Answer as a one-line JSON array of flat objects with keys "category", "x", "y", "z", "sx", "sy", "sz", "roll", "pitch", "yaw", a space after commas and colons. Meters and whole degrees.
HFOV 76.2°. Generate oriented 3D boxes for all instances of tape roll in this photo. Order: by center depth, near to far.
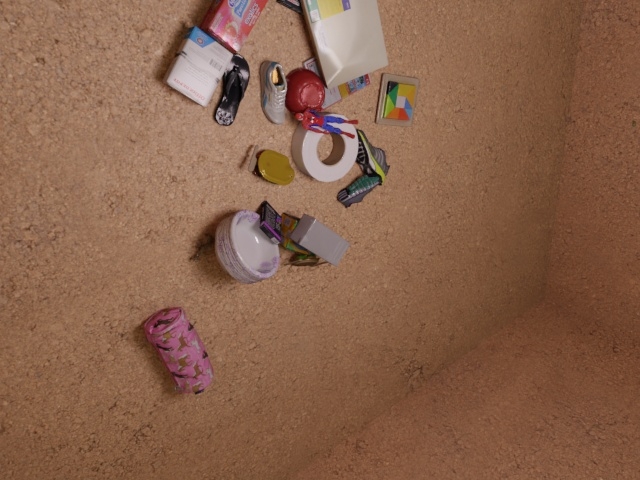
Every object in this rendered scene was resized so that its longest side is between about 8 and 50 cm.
[{"category": "tape roll", "x": 0.022, "y": -0.397, "z": 1.732, "sx": 0.286, "sy": 0.100, "sz": 0.286, "roll": -13, "pitch": 116, "yaw": -29}]

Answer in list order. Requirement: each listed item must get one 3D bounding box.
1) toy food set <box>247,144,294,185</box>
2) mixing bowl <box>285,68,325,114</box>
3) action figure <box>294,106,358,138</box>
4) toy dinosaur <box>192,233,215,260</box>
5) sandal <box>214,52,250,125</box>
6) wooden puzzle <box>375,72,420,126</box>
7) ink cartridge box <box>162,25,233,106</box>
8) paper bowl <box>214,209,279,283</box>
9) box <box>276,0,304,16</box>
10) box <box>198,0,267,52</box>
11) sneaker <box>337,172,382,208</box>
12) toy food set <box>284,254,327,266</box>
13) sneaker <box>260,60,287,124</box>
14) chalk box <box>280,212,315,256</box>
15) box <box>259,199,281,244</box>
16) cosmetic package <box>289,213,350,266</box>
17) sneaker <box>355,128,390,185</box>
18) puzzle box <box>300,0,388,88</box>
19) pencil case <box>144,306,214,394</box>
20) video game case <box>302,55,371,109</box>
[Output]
[{"category": "toy food set", "x": -0.208, "y": -0.294, "z": 1.647, "sx": 0.218, "sy": 0.071, "sz": 0.128, "roll": 18, "pitch": 75, "yaw": -40}, {"category": "mixing bowl", "x": -0.052, "y": -0.567, "z": 1.590, "sx": 0.181, "sy": 0.098, "sz": 0.181, "roll": -11, "pitch": 120, "yaw": -19}, {"category": "action figure", "x": 0.040, "y": -0.452, "z": 1.575, "sx": 0.280, "sy": 0.139, "sz": 0.091, "roll": 2, "pitch": 107, "yaw": -31}, {"category": "toy dinosaur", "x": -0.437, "y": 0.019, "z": 1.639, "sx": 0.183, "sy": 0.053, "sz": 0.093, "roll": -23, "pitch": 138, "yaw": -28}, {"category": "sandal", "x": -0.310, "y": -0.538, "z": 1.472, "sx": 0.097, "sy": 0.054, "sz": 0.254, "roll": 6, "pitch": 106, "yaw": -36}, {"category": "wooden puzzle", "x": 0.365, "y": -0.646, "z": 1.895, "sx": 0.238, "sy": 0.044, "sz": 0.221, "roll": -6, "pitch": 113, "yaw": -33}, {"category": "ink cartridge box", "x": -0.412, "y": -0.577, "z": 1.366, "sx": 0.148, "sy": 0.086, "sz": 0.203, "roll": 27, "pitch": 94, "yaw": -38}, {"category": "paper bowl", "x": -0.302, "y": 0.033, "z": 1.611, "sx": 0.148, "sy": 0.284, "sz": 0.284, "roll": -20, "pitch": 133, "yaw": 26}, {"category": "box", "x": -0.038, "y": -0.920, "z": 1.497, "sx": 0.220, "sy": 0.051, "sz": 0.175, "roll": 8, "pitch": 105, "yaw": -36}, {"category": "box", "x": -0.278, "y": -0.767, "z": 1.350, "sx": 0.122, "sy": 0.128, "sz": 0.257, "roll": 29, "pitch": 92, "yaw": -39}, {"category": "sneaker", "x": 0.193, "y": -0.232, "z": 1.905, "sx": 0.223, "sy": 0.083, "sz": 0.098, "roll": -26, "pitch": 142, "yaw": 16}, {"category": "toy food set", "x": -0.066, "y": 0.090, "z": 1.877, "sx": 0.192, "sy": 0.132, "sz": 0.039, "roll": 7, "pitch": 71, "yaw": -46}, {"category": "sneaker", "x": -0.171, "y": -0.550, "z": 1.539, "sx": 0.087, "sy": 0.092, "sz": 0.229, "roll": -23, "pitch": 122, "yaw": -26}, {"category": "chalk box", "x": -0.077, "y": -0.020, "z": 1.804, "sx": 0.213, "sy": 0.132, "sz": 0.132, "roll": 18, "pitch": 98, "yaw": -37}, {"category": "box", "x": -0.204, "y": -0.075, "z": 1.687, "sx": 0.029, "sy": 0.162, "sz": 0.116, "roll": -24, "pitch": 130, "yaw": 21}, {"category": "cosmetic package", "x": 0.000, "y": 0.000, "z": 1.719, "sx": 0.238, "sy": 0.107, "sz": 0.127, "roll": 35, "pitch": 88, "yaw": -36}, {"category": "sneaker", "x": 0.229, "y": -0.397, "z": 1.886, "sx": 0.121, "sy": 0.111, "sz": 0.300, "roll": -56, "pitch": 132, "yaw": -23}, {"category": "puzzle box", "x": 0.088, "y": -0.814, "z": 1.522, "sx": 0.272, "sy": 0.052, "sz": 0.409, "roll": -23, "pitch": 125, "yaw": -5}, {"category": "pencil case", "x": -0.568, "y": 0.449, "z": 1.657, "sx": 0.160, "sy": 0.167, "sz": 0.386, "roll": -10, "pitch": 120, "yaw": 6}, {"category": "video game case", "x": 0.075, "y": -0.690, "z": 1.690, "sx": 0.285, "sy": 0.025, "sz": 0.204, "roll": -34, "pitch": 125, "yaw": -18}]
